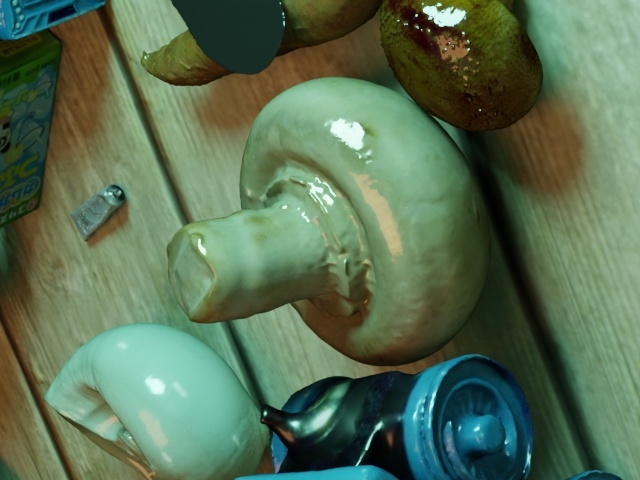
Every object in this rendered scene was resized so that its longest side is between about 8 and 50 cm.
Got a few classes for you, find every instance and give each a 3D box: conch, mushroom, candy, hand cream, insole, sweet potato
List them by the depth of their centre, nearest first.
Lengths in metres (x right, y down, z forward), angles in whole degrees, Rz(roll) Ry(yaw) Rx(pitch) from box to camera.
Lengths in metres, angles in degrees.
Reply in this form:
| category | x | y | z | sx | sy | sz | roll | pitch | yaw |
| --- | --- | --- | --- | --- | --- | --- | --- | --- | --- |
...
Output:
| category | x | y | z | sx | sy | sz | roll | pitch | yaw |
| --- | --- | --- | --- | --- | --- | --- | --- | --- | --- |
| mushroom | 0.093 | -0.126 | 1.140 | 0.127 | 0.087 | 0.127 | 49 | 162 | 21 |
| mushroom | 0.014 | -0.010 | 1.193 | 0.206 | 0.209 | 0.206 | 3 | 95 | 33 |
| sweet potato | -0.032 | -0.165 | 1.250 | 0.066 | 0.072 | 0.314 | 46 | 149 | -23 |
| insole | -0.082 | -0.184 | 1.263 | 0.232 | 0.003 | 0.080 | 48 | 122 | 46 |
| conch | -0.135 | 0.151 | 1.490 | 0.221 | 0.121 | 0.184 | 13 | 125 | 49 |
| candy | -0.287 | -0.095 | 1.523 | 0.062 | 0.097 | 0.194 | 36 | 135 | 21 |
| hand cream | -0.196 | -0.026 | 1.530 | 0.093 | 0.019 | 0.030 | -35 | 85 | 52 |

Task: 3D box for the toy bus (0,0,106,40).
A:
| category | x | y | z | sx | sy | sz | roll | pitch | yaw |
| --- | --- | --- | --- | --- | --- | --- | --- | --- | --- |
| toy bus | -0.296 | -0.243 | 1.432 | 0.246 | 0.113 | 0.134 | 20 | 126 | 37 |

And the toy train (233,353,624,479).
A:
| category | x | y | z | sx | sy | sz | roll | pitch | yaw |
| --- | --- | --- | --- | --- | --- | --- | --- | --- | --- |
| toy train | 0.069 | 0.233 | 1.183 | 0.188 | 0.265 | 0.300 | -13 | 135 | 47 |
